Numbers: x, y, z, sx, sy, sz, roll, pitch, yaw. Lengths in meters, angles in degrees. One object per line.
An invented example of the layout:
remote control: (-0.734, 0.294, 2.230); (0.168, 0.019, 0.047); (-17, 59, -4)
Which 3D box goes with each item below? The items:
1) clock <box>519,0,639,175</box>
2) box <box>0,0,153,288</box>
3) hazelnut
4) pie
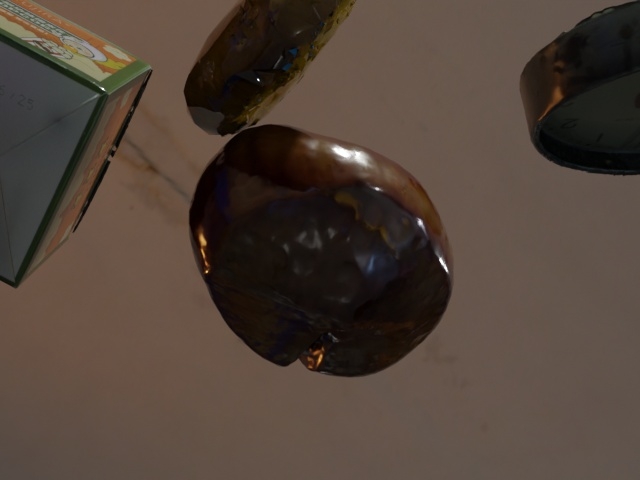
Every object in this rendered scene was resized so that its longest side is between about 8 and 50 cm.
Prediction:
clock: (0.361, -0.148, 1.167); (0.325, 0.067, 0.325); (-3, -17, -1)
box: (-0.267, -0.099, 0.935); (0.195, 0.148, 0.177); (28, -73, -2)
hazelnut: (0.000, 0.000, 0.854); (0.204, 0.178, 0.178); (26, -55, -25)
pie: (-0.008, -0.177, 0.816); (0.069, 0.273, 0.273); (35, -58, -6)
